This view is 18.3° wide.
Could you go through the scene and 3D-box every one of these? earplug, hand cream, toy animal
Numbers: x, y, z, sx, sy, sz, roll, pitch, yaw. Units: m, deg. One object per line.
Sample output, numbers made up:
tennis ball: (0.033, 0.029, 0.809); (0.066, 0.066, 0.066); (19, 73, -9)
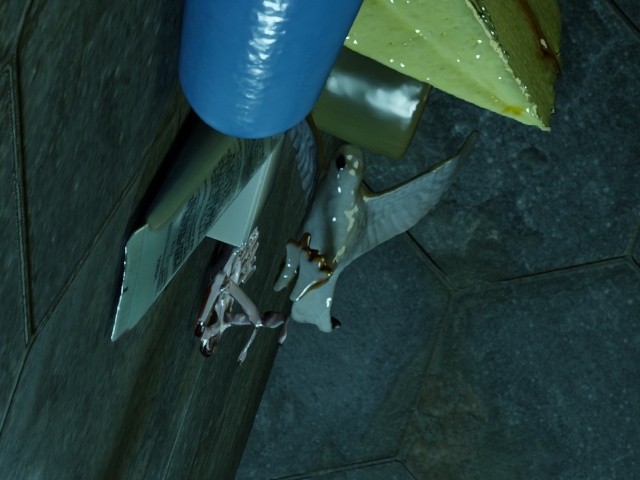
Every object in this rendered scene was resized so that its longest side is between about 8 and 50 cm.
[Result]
earplug: (-0.033, -0.164, 1.332); (0.273, 0.132, 0.132); (111, 0, -60)
hand cream: (-0.088, -0.065, 1.599); (0.340, 0.078, 0.124); (-57, 169, -44)
toy animal: (-0.005, 0.005, 1.999); (0.302, 0.225, 0.284); (-52, 161, -67)

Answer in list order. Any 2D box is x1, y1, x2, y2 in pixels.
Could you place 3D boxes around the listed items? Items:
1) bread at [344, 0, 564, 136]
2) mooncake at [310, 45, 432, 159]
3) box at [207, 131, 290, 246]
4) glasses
bread: (0.163, -0.285, 1.956); (0.242, 0.405, 0.345); (-52, -152, 34)
mooncake: (0.074, -0.246, 2.360); (0.284, 0.155, 0.284); (17, 90, -89)
box: (-0.065, -0.082, 1.878); (0.130, 0.051, 0.129); (-68, 175, -62)
glasses: (-0.071, 0.045, 2.152); (0.255, 0.095, 0.162); (108, -3, -76)
